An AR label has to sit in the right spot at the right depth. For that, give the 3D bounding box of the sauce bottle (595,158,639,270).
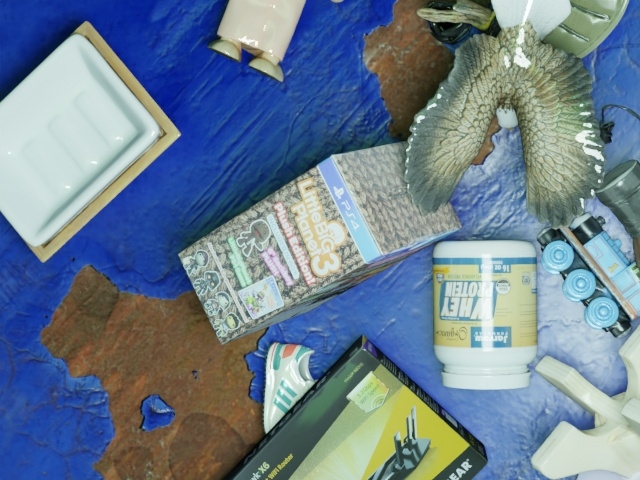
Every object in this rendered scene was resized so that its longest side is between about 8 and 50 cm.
[{"bbox_3d":[0.491,0.043,1.622,0.111,0.111,0.344,-37,97,10],"label":"sauce bottle"}]

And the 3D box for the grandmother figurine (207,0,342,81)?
[{"bbox_3d":[-0.053,-0.418,1.801,0.208,0.104,0.342,24,92,-16],"label":"grandmother figurine"}]

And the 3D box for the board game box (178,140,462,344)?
[{"bbox_3d":[0.000,0.000,1.668,0.291,0.232,0.141,-30,83,32],"label":"board game box"}]

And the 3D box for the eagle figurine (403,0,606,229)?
[{"bbox_3d":[0.244,-0.180,1.609,0.226,0.225,0.298,-16,54,38],"label":"eagle figurine"}]

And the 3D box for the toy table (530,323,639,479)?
[{"bbox_3d":[0.400,0.242,1.611,0.161,0.252,0.274,43,71,-27],"label":"toy table"}]

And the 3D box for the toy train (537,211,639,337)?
[{"bbox_3d":[0.383,0.044,1.706,0.105,0.080,0.184,-37,80,1],"label":"toy train"}]

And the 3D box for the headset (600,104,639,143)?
[{"bbox_3d":[0.538,-0.148,1.613,0.394,0.185,0.243,1,90,30],"label":"headset"}]

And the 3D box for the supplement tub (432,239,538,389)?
[{"bbox_3d":[0.227,0.100,1.703,0.144,0.144,0.199,-1,89,13],"label":"supplement tub"}]

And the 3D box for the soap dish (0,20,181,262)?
[{"bbox_3d":[-0.375,-0.146,1.856,0.291,0.118,0.229,-42,81,9],"label":"soap dish"}]

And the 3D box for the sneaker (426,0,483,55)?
[{"bbox_3d":[0.207,-0.279,1.741,0.058,0.084,0.152,-44,81,9],"label":"sneaker"}]

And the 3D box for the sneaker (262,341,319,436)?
[{"bbox_3d":[-0.040,0.229,1.808,0.075,0.057,0.161,0,87,18],"label":"sneaker"}]

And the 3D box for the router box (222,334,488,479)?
[{"bbox_3d":[0.044,0.328,1.751,0.243,0.081,0.309,42,98,-4],"label":"router box"}]

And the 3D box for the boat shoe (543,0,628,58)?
[{"bbox_3d":[0.388,-0.384,1.691,0.113,0.103,0.302,27,114,7],"label":"boat shoe"}]
